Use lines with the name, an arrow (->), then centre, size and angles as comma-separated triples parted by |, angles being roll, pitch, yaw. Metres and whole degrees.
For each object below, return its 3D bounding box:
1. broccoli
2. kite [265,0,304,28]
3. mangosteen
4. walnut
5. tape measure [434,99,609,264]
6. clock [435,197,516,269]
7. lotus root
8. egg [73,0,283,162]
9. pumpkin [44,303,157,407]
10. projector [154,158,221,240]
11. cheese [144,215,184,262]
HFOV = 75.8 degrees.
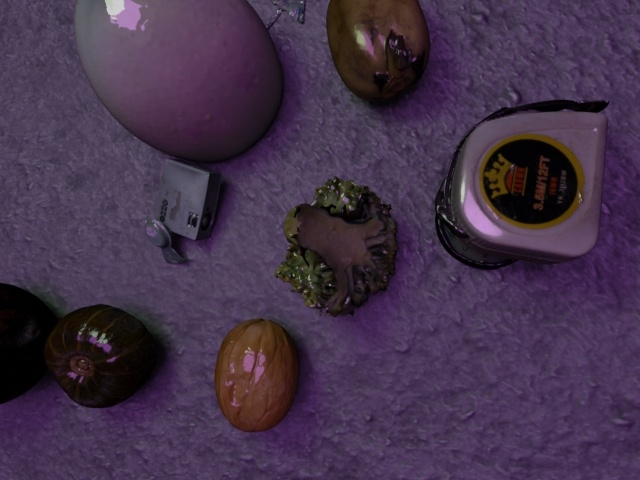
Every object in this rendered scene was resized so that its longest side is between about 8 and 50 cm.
broccoli -> -0.001, 0.001, 0.733 | 0.181, 0.273, 0.242 | 13, 84, 48
kite -> -0.086, -0.524, 0.923 | 0.139, 0.011, 0.156 | 41, 93, 18
mangosteen -> -0.723, 0.234, 0.871 | 0.288, 0.233, 0.287 | 0, 100, -1
walnut -> -0.118, 0.249, 0.762 | 0.159, 0.159, 0.206 | 1, 83, 14
tape measure -> 0.317, -0.108, 0.671 | 0.232, 0.133, 0.270 | 12, 83, 8
clock -> 0.304, -0.039, 0.748 | 0.185, 0.040, 0.184 | -2, 83, 14
lotus root -> 0.099, -0.414, 0.782 | 0.183, 0.183, 0.309 | -16, 78, 12
egg -> -0.283, -0.354, 0.782 | 0.355, 0.340, 0.353 | -2, 83, 15
pumpkin -> -0.446, 0.231, 0.851 | 0.219, 0.162, 0.218 | 4, 110, 11
projector -> -0.279, -0.087, 0.872 | 0.115, 0.061, 0.147 | 20, 106, 17
cheese -> -0.338, 0.000, 0.876 | 0.067, 0.026, 0.120 | -2, 123, 32
